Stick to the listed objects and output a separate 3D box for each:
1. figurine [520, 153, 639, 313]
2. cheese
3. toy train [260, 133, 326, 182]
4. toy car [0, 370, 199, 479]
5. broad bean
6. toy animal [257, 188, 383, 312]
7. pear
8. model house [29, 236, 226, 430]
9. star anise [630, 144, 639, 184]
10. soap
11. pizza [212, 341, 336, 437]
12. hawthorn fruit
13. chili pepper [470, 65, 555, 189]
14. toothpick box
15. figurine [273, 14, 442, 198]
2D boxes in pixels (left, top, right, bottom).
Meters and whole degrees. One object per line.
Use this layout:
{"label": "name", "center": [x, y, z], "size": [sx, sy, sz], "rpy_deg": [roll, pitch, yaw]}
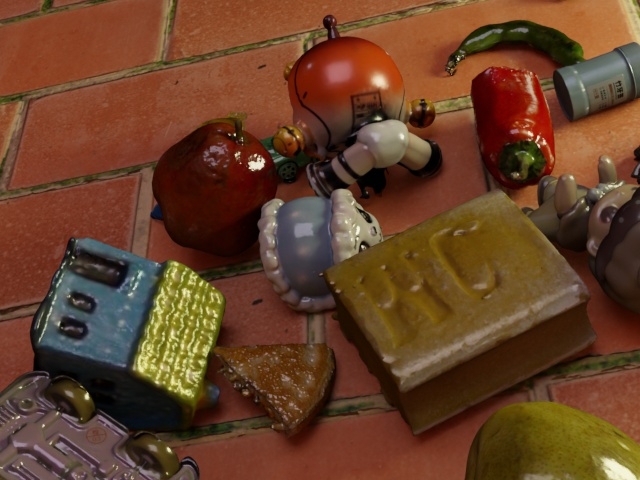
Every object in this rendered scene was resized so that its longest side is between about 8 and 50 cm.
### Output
{"label": "figurine", "center": [0.466, -0.010, 1.690], "size": [0.248, 0.203, 0.380], "rpy_deg": [-27, 29, -29]}
{"label": "cheese", "center": [-0.234, -0.147, 2.125], "size": [0.177, 0.069, 0.270], "rpy_deg": [12, 61, 50]}
{"label": "toy train", "center": [-0.060, -0.175, 2.093], "size": [0.149, 0.081, 0.099], "rpy_deg": [-26, 44, -6]}
{"label": "toy car", "center": [-0.365, 0.377, 1.602], "size": [0.336, 0.226, 0.242], "rpy_deg": [30, 47, 17]}
{"label": "broad bean", "center": [0.395, -0.376, 2.159], "size": [0.291, 0.049, 0.144], "rpy_deg": [6, 56, 26]}
{"label": "toy animal", "center": [0.000, 0.000, 1.855], "size": [0.204, 0.156, 0.208], "rpy_deg": [-10, 49, 15]}
{"label": "pear", "center": [0.299, 0.351, 1.325], "size": [0.303, 0.304, 0.304], "rpy_deg": [-10, 45, 10]}
{"label": "model house", "center": [-0.296, 0.166, 1.769], "size": [0.303, 0.215, 0.237], "rpy_deg": [18, 50, -5]}
{"label": "star anise", "center": [0.625, -0.182, 1.810], "size": [0.288, 0.088, 0.288], "rpy_deg": [-32, 5, 3]}
{"label": "soap", "center": [0.206, 0.103, 1.689], "size": [0.335, 0.156, 0.293], "rpy_deg": [-24, 40, -6]}
{"label": "pizza", "center": [-0.081, 0.216, 1.723], "size": [0.198, 0.062, 0.188], "rpy_deg": [20, 42, 14]}
{"label": "hawthorn fruit", "center": [-0.176, -0.104, 1.931], "size": [0.224, 0.261, 0.224], "rpy_deg": [15, 48, -18]}
{"label": "chili pepper", "center": [0.342, -0.159, 1.906], "size": [0.134, 0.131, 0.338], "rpy_deg": [6, 41, -9]}
{"label": "toothpick box", "center": [0.510, -0.287, 1.992], "size": [0.153, 0.101, 0.101], "rpy_deg": [-20, 44, 2]}
{"label": "figurine", "center": [0.061, -0.242, 2.011], "size": [0.320, 0.196, 0.323], "rpy_deg": [-14, 58, -19]}
